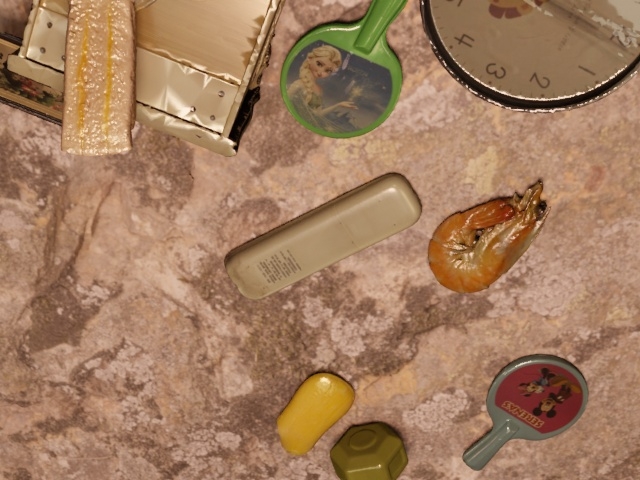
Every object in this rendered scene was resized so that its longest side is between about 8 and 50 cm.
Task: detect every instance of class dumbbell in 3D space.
[{"bbox_3d":[0.107,0.439,1.674,0.108,0.121,0.301,5,126,37],"label":"dumbbell"}]

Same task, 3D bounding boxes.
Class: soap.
[{"bbox_3d":[-0.015,0.276,1.637,0.089,0.033,0.168,35,117,-11],"label":"soap"}]

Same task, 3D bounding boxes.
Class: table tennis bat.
[{"bbox_3d":[0.048,-0.243,1.337,0.161,0.039,0.257,26,121,-11],"label":"table tennis bat"},{"bbox_3d":[0.312,0.276,1.604,0.153,0.040,0.244,34,113,-14],"label":"table tennis bat"}]

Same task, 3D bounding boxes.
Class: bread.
[{"bbox_3d":[-0.239,-0.181,1.094,0.077,0.105,0.152,1,125,-3],"label":"bread"}]

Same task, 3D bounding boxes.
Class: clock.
[{"bbox_3d":[0.270,-0.301,1.241,0.313,0.061,0.312,7,123,11],"label":"clock"}]

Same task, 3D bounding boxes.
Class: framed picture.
[{"bbox_3d":[-0.369,-0.206,1.356,0.200,0.010,0.195,22,157,-6],"label":"framed picture"}]

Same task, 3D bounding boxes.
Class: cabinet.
[{"bbox_3d":[-0.169,-0.325,1.207,0.290,0.227,0.318,21,117,-5],"label":"cabinet"}]

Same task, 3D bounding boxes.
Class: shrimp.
[{"bbox_3d":[0.237,-0.008,1.441,0.115,0.051,0.217,36,119,-11],"label":"shrimp"}]

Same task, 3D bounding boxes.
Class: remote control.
[{"bbox_3d":[0.000,-0.001,1.475,0.310,0.038,0.090,-27,112,19],"label":"remote control"}]

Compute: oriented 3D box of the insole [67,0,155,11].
[{"bbox_3d":[-0.147,-0.356,1.057,0.348,0.009,0.119,-38,108,20],"label":"insole"}]
